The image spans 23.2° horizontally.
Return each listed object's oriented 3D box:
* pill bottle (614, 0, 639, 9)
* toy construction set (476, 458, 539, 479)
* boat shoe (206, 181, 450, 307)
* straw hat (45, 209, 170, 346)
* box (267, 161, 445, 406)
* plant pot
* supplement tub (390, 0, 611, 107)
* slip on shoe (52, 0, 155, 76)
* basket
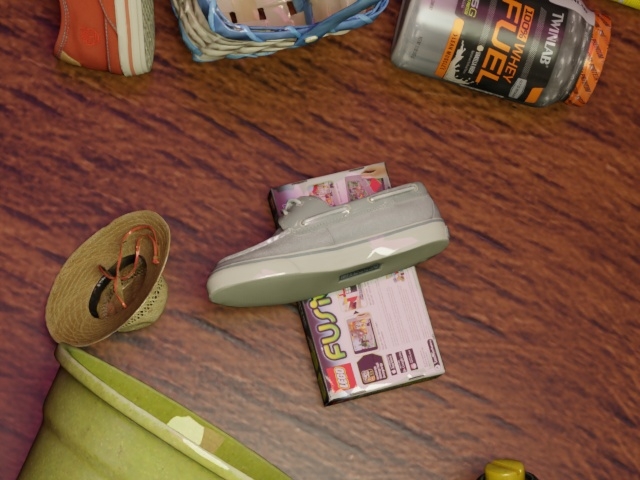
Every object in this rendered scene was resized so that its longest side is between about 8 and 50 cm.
[{"bbox_3d":[0.323,-0.250,1.545,0.083,0.043,0.043,19,75,-3],"label":"pill bottle"},{"bbox_3d":[0.173,0.333,1.320,0.237,0.257,0.309,18,48,41],"label":"toy construction set"},{"bbox_3d":[0.001,-0.001,1.394,0.227,0.079,0.081,-14,70,-15],"label":"boat shoe"},{"bbox_3d":[-0.172,0.049,1.397,0.061,0.144,0.144,44,70,-40],"label":"straw hat"},{"bbox_3d":[0.032,0.039,1.442,0.114,0.036,0.207,-13,79,-10],"label":"box"},{"bbox_3d":[-0.165,0.261,1.266,0.276,0.276,0.254,33,87,1],"label":"plant pot"},{"bbox_3d":[0.170,-0.195,1.475,0.190,0.117,0.117,15,75,-3],"label":"supplement tub"},{"bbox_3d":[-0.214,-0.307,1.397,0.101,0.123,0.331,-2,113,2],"label":"slip on shoe"},{"bbox_3d":[-0.039,-0.295,1.370,0.201,0.289,0.255,-13,85,-21],"label":"basket"}]
